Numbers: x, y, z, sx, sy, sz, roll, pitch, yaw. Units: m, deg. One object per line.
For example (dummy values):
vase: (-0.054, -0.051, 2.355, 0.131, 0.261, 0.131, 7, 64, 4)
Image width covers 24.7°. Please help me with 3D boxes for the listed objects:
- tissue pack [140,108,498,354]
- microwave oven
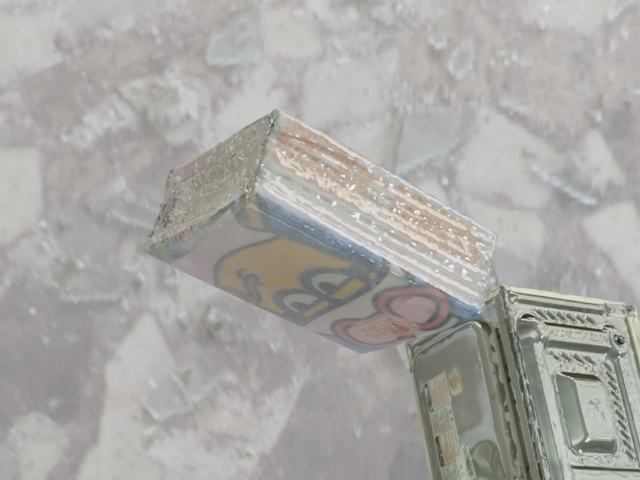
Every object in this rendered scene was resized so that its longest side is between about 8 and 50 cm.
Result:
tissue pack: (0.000, 0.000, 0.789, 0.155, 0.115, 0.065, 26, 63, -27)
microwave oven: (0.185, 0.175, 1.199, 0.194, 0.145, 0.240, 11, 59, -38)
